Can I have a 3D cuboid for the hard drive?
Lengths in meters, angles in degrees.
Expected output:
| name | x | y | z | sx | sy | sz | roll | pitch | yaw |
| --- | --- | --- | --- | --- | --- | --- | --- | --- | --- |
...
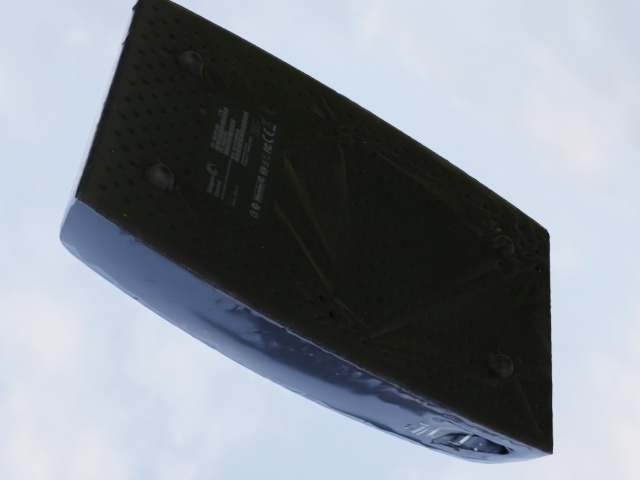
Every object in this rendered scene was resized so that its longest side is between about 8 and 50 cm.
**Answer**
| name | x | y | z | sx | sy | sz | roll | pitch | yaw |
| --- | --- | --- | --- | --- | --- | --- | --- | --- | --- |
| hard drive | 0.000 | 0.000 | 0.726 | 0.254 | 0.054 | 0.172 | 29 | -140 | -19 |
